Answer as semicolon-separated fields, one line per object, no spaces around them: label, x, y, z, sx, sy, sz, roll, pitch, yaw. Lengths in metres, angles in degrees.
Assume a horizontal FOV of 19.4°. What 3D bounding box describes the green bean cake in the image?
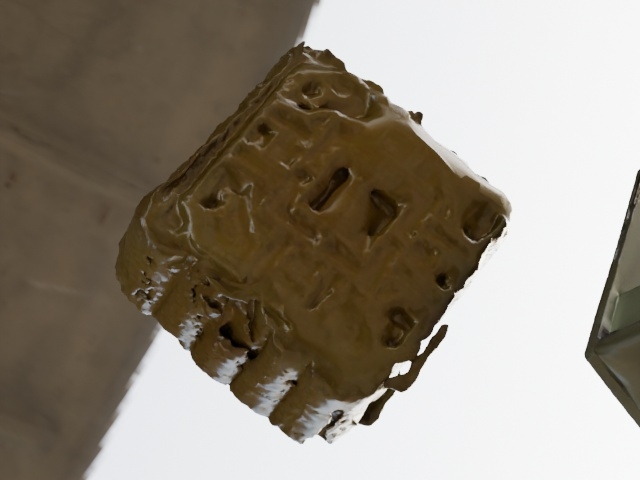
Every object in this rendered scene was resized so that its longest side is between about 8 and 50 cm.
green bean cake;0.000;0.000;1.324;0.224;0.131;0.229;38;-117;2

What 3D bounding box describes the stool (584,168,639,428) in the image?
stool;0.355;0.025;1.354;0.170;0.244;0.269;50;-146;-17
